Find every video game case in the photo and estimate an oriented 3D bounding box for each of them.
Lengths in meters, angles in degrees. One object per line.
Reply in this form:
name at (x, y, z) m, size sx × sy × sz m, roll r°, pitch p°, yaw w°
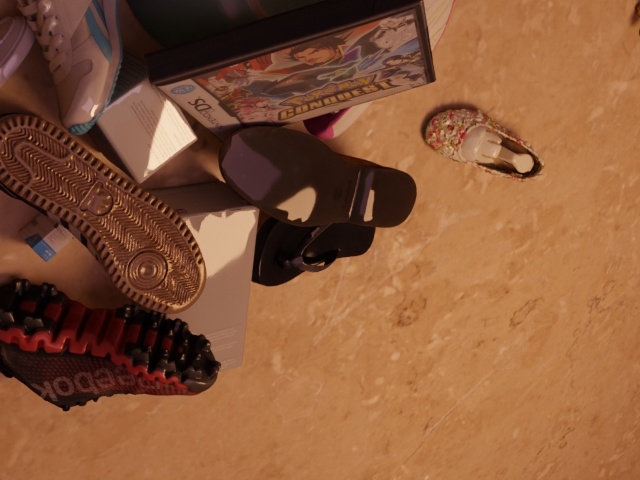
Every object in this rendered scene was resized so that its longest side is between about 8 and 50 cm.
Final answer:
video game case at (-0.017, -0.184, 0.960) m, size 0.275 × 0.035 × 0.248 m, roll -14°, pitch 170°, yaw 8°

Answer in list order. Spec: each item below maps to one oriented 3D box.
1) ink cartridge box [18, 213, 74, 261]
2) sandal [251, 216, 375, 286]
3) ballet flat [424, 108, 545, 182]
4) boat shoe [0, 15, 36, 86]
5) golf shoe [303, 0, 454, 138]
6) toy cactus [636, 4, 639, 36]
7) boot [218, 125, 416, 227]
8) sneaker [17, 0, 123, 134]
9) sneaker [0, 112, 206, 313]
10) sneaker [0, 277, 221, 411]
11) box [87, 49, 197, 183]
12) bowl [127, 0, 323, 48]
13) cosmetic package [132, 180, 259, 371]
ink cartridge box at (-0.296, -0.020, 1.012) m, size 0.083 × 0.048 × 0.028 m, roll -43°, pitch 133°, yaw -10°
sandal at (0.000, -0.001, 1.212) m, size 0.255 × 0.055 × 0.097 m, roll -20°, pitch 118°, yaw -46°
ballet flat at (0.264, -0.144, 1.365) m, size 0.241 × 0.077 × 0.091 m, roll 10°, pitch 108°, yaw -40°
boat shoe at (-0.364, -0.166, 0.875) m, size 0.184 × 0.066 × 0.063 m, roll -40°, pitch 134°, yaw -1°
golf shoe at (0.093, -0.253, 1.150) m, size 0.140 × 0.115 × 0.306 m, roll 28°, pitch 96°, yaw -47°
toy cactus at (0.605, -0.432, 1.469) m, size 0.181 × 0.112 × 0.218 m, roll 0°, pitch 105°, yaw -49°
boot at (-0.021, -0.081, 1.144) m, size 0.305 × 0.115 × 0.112 m, roll 12°, pitch 100°, yaw -42°
sneaker at (-0.250, -0.215, 0.876) m, size 0.092 × 0.087 × 0.228 m, roll 6°, pitch 74°, yaw -36°
sneaker at (-0.247, -0.036, 0.953) m, size 0.099 × 0.153 × 0.282 m, roll -51°, pitch 121°, yaw -11°
sneaker at (-0.257, 0.140, 1.040) m, size 0.276 × 0.097 × 0.135 m, roll 15°, pitch 122°, yaw -4°
box at (-0.211, -0.138, 0.978) m, size 0.087 × 0.102 × 0.101 m, roll -41°, pitch 133°, yaw -15°
bowl at (-0.049, -0.320, 0.964) m, size 0.312 × 0.163 × 0.311 m, roll -19°, pitch 125°, yaw -29°
cosmetic package at (-0.162, 0.052, 1.123) m, size 0.127 × 0.107 × 0.237 m, roll -8°, pitch 115°, yaw -36°
